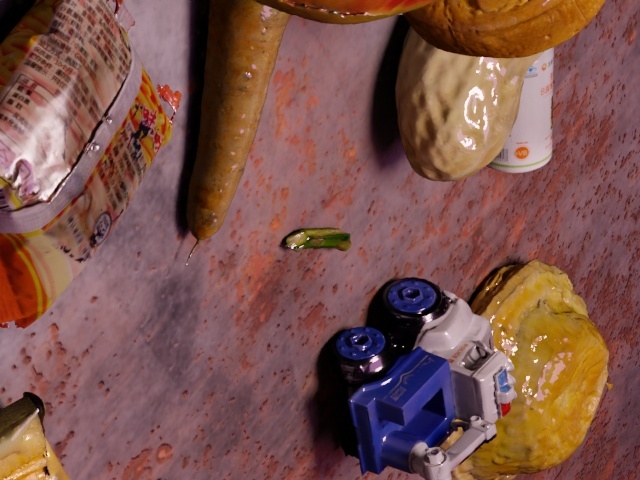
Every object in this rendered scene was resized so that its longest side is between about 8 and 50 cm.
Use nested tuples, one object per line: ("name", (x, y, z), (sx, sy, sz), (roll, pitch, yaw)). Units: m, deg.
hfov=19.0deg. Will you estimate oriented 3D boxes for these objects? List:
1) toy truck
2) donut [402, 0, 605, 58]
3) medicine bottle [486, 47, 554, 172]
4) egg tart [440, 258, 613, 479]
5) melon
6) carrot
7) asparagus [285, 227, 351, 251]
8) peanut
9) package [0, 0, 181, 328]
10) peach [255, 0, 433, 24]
("toy truck", (0.117, 0.159, 2.074), (0.213, 0.177, 0.161), (-42, 136, -36))
("donut", (0.164, -0.269, 1.739), (0.226, 0.227, 0.114), (-58, 150, -19))
("medicine bottle", (0.218, -0.173, 2.136), (0.086, 0.086, 0.183), (-35, 134, -42))
("egg tart", (0.259, 0.179, 2.336), (0.319, 0.128, 0.319), (-30, 130, -43))
("melon", (-0.274, 0.204, 1.628), (0.128, 0.079, 0.160), (-25, 129, -25))
("carrot", (-0.086, -0.115, 1.751), (0.078, 0.078, 0.298), (-12, 122, -53))
("asparagus", (-0.001, 0.000, 1.960), (0.108, 0.025, 0.021), (-2, 117, -55))
("peanut", (0.167, -0.210, 1.986), (0.152, 0.152, 0.313), (26, 87, -57))
("package", (-0.210, -0.077, 1.544), (0.288, 0.108, 0.223), (-57, 146, -25))
("peach", (0.016, -0.363, 1.519), (0.370, 0.370, 0.370), (-30, 129, -45))
